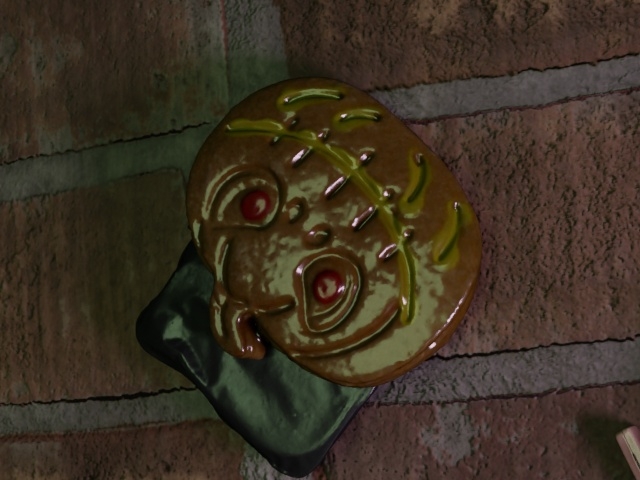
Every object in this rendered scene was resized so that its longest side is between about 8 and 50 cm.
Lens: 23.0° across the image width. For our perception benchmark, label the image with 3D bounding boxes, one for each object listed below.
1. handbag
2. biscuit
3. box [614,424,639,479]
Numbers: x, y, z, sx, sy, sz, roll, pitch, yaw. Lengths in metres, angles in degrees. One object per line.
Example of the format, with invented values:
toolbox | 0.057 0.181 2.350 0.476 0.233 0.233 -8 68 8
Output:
handbag | -0.084 0.131 1.958 0.332 0.075 0.191 40 101 23
biscuit | -0.003 -0.002 1.888 0.394 0.070 0.350 40 89 20
box | 0.368 0.261 1.760 0.025 0.048 0.115 -31 74 24
